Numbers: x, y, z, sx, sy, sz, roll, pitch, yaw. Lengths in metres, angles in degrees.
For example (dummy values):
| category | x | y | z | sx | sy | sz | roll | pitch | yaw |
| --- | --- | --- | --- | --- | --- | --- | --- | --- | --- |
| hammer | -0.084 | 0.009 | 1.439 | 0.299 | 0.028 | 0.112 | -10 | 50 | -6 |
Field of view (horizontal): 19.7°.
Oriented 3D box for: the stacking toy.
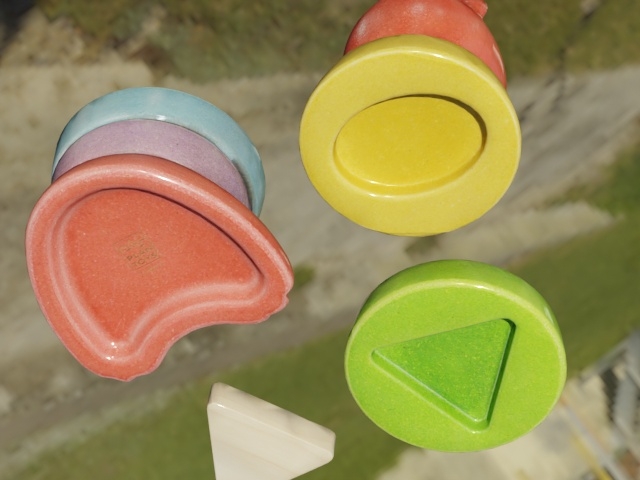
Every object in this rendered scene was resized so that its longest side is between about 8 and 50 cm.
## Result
| category | x | y | z | sx | sy | sz | roll | pitch | yaw |
| --- | --- | --- | --- | --- | --- | --- | --- | --- | --- |
| stacking toy | 0.000 | 0.000 | 1.115 | 0.309 | 0.279 | 0.130 | -17 | -148 | 18 |
